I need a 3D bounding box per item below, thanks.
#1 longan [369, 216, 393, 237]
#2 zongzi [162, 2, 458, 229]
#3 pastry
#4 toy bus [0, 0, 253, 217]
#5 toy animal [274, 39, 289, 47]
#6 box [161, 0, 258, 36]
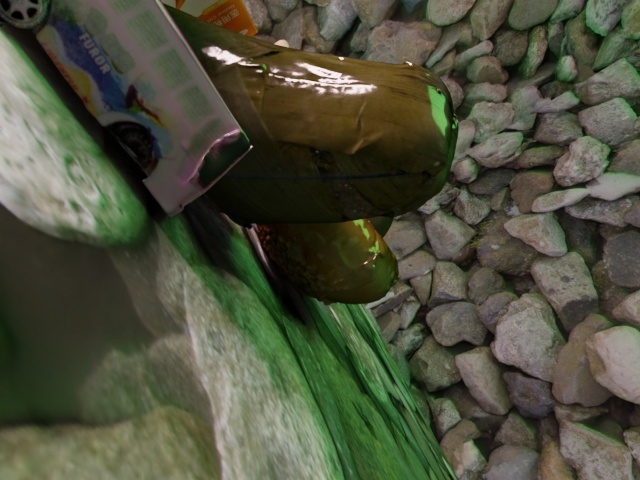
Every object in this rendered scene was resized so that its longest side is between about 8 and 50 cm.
[{"bbox_3d":[0.052,-0.116,1.542,0.361,0.361,0.361,59,3,-5],"label":"longan"},{"bbox_3d":[-0.060,-0.170,0.542,0.393,0.356,0.174,51,50,-39],"label":"zongzi"},{"bbox_3d":[0.000,0.000,0.897,0.284,0.184,0.315,51,6,-17],"label":"pastry"},{"bbox_3d":[-0.172,-0.158,0.433,0.274,0.112,0.090,58,-4,-23],"label":"toy bus"},{"bbox_3d":[-0.153,-0.343,1.180,0.345,0.247,0.277,60,2,26],"label":"toy animal"},{"bbox_3d":[-0.347,-0.666,1.395,0.143,0.225,0.341,59,3,26],"label":"box"}]
